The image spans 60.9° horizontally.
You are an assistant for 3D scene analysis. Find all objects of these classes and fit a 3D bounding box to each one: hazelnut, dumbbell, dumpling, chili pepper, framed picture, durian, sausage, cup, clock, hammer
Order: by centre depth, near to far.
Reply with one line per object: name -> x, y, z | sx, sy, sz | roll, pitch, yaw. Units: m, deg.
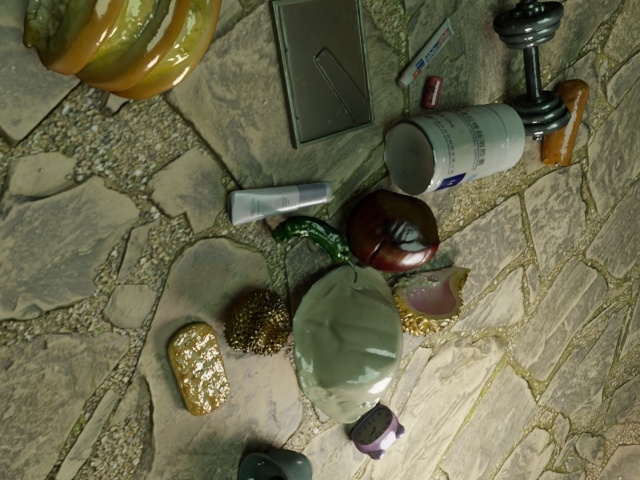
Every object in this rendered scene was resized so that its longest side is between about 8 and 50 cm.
framed picture -> 0.015, -0.383, 1.211 | 0.232, 0.024, 0.315 | -22, 117, -27
durian -> -0.139, 0.190, 1.249 | 0.168, 0.137, 0.158 | -61, 149, -18
chili pepper -> 0.000, -0.001, 1.281 | 0.278, 0.065, 0.122 | 25, 55, -36
dumpling -> 0.066, 0.231, 1.348 | 0.315, 0.233, 0.395 | 38, 65, -33
hazelnut -> 0.172, -0.018, 1.353 | 0.229, 0.229, 0.230 | -13, 113, -31
hammer -> 0.287, -0.377, 1.389 | 0.043, 0.043, 0.083 | 3, 105, -36
cup -> -0.095, 0.623, 1.420 | 0.150, 0.199, 0.199 | -10, 113, -52
dumbbell -> 0.573, -0.459, 1.473 | 0.179, 0.179, 0.406 | -32, 122, -22
durian -> 0.324, 0.205, 1.597 | 0.305, 0.185, 0.196 | -18, 140, -38
clock -> 0.170, 0.564, 1.606 | 0.152, 0.110, 0.050 | -41, 127, -17
sausage -> 0.752, -0.362, 1.684 | 0.108, 0.109, 0.271 | 0, 107, -35

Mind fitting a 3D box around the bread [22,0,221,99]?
bread -> -0.303, -0.383, 0.872 | 0.270, 0.211, 0.316 | 22, 96, -39

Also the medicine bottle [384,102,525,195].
medicine bottle -> 0.346, -0.239, 1.386 | 0.332, 0.190, 0.190 | -17, 116, -29

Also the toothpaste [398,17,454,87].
toothpaste -> 0.264, -0.463, 1.351 | 0.218, 0.033, 0.052 | -51, 131, -15

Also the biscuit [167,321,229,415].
biscuit -> -0.276, 0.299, 1.251 | 0.118, 0.029, 0.247 | -24, 119, -27

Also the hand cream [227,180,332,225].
hand cream -> -0.089, -0.093, 1.226 | 0.255, 0.048, 0.079 | -14, 116, -30
